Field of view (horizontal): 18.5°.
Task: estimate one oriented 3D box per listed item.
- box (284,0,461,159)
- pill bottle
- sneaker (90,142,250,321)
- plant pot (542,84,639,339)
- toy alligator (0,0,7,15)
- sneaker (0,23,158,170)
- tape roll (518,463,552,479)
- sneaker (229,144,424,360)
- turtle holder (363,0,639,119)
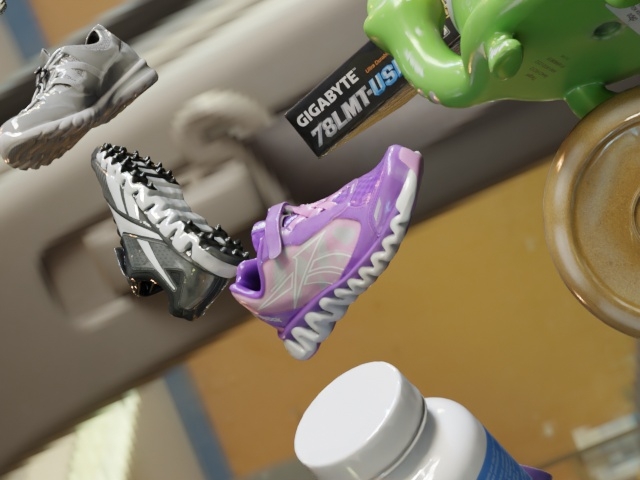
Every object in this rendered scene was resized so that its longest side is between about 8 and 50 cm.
[{"bbox_3d":[0.131,-0.231,2.184,0.073,0.293,0.295,51,-151,2],"label":"box"},{"bbox_3d":[0.085,0.188,1.370,0.221,0.124,0.124,48,-166,-26],"label":"pill bottle"},{"bbox_3d":[-0.165,-0.005,1.870,0.078,0.106,0.234,13,-157,-47],"label":"sneaker"},{"bbox_3d":[0.311,-0.022,1.721,0.236,0.236,0.032,67,-165,-1],"label":"plant pot"},{"bbox_3d":[-0.295,-0.107,1.506,0.056,0.189,0.051,37,172,39],"label":"toy alligator"},{"bbox_3d":[-0.315,-0.174,2.373,0.115,0.105,0.281,50,-145,-2],"label":"sneaker"},{"bbox_3d":[0.106,0.232,1.725,0.189,0.189,0.080,49,-132,-72],"label":"tape roll"},{"bbox_3d":[0.000,0.000,1.642,0.104,0.236,0.095,32,-141,-7],"label":"sneaker"},{"bbox_3d":[0.215,-0.238,1.755,0.320,0.243,0.227,-46,52,49],"label":"turtle holder"}]
